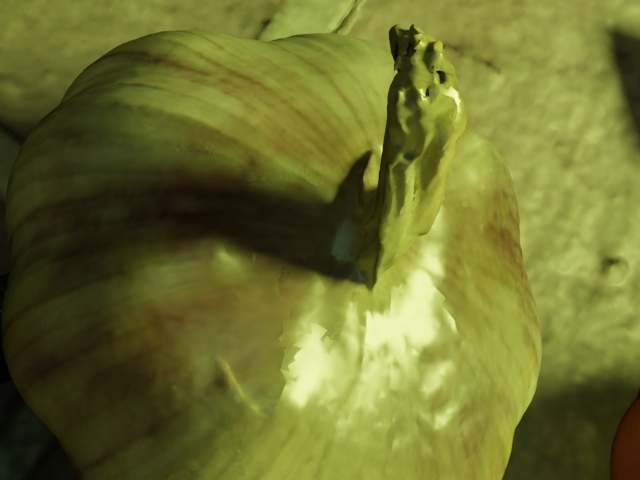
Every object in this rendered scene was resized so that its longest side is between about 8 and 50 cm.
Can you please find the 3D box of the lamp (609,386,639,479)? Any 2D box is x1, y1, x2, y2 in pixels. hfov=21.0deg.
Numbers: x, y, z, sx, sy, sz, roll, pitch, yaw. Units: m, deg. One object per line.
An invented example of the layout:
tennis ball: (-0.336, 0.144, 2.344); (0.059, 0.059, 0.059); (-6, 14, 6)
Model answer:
lamp: (0.204, 0.118, 0.758); (0.182, 0.140, 0.182); (11, 68, -28)

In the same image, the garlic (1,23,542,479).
garlic: (0.000, 0.000, 0.663); (0.245, 0.253, 0.245); (13, 57, -21)

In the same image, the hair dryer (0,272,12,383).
hair dryer: (-0.165, 0.125, 0.715); (0.173, 0.050, 0.194); (-18, 85, -15)
